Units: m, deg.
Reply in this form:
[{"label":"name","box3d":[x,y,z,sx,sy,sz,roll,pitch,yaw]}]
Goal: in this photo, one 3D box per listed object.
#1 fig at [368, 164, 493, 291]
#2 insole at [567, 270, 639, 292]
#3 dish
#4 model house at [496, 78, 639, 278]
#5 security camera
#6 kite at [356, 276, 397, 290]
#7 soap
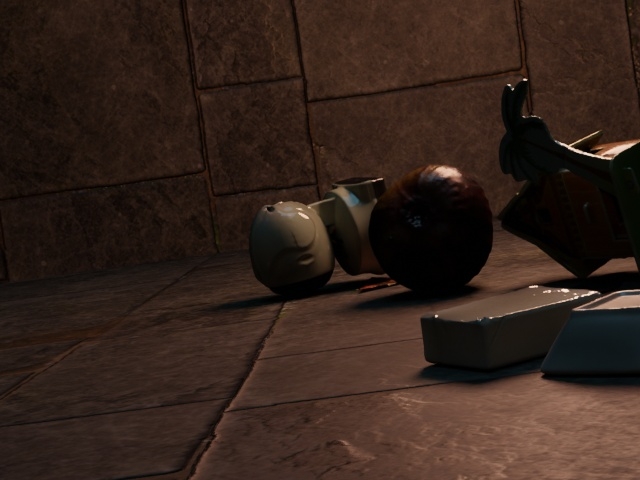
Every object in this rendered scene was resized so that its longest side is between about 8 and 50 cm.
[{"label":"fig","box3d":[0.204,-0.002,2.196,0.217,0.216,0.321,-7,-14,13]},{"label":"insole","box3d":[0.431,0.065,1.935,0.080,0.003,0.232,-5,4,30]},{"label":"dish","box3d":[0.342,0.088,1.337,0.154,0.064,0.234,-6,3,37]},{"label":"model house","box3d":[0.443,-0.131,1.999,0.300,0.340,0.324,-28,13,-34]},{"label":"security camera","box3d":[0.000,0.000,2.389,0.277,0.191,0.197,-16,9,-19]},{"label":"kite","box3d":[0.137,0.075,2.369,0.125,0.008,0.222,-7,4,7]},{"label":"soap","box3d":[0.220,0.097,1.444,0.183,0.063,0.121,-11,5,-29]}]
